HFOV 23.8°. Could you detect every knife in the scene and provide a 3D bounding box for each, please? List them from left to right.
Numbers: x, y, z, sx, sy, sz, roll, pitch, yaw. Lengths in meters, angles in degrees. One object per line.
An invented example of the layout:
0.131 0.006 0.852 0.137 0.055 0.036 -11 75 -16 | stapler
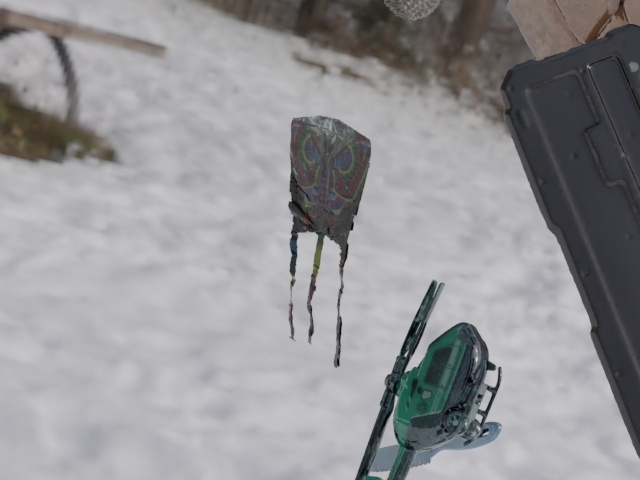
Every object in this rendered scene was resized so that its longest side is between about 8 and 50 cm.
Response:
0.150 0.289 2.101 0.019 0.045 0.313 20 -24 -27 | knife

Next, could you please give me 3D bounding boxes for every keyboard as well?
0.189 0.005 0.850 0.106 0.262 0.016 -21 -16 4 | keyboard

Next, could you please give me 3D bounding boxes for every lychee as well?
0.089 -0.254 1.487 0.067 0.083 0.068 15 44 24 | lychee

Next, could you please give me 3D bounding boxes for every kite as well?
0.000 0.000 1.747 0.015 0.285 0.152 -7 16 -36 | kite

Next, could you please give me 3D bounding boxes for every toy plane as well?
0.087 0.155 1.315 0.096 0.235 0.060 22 -3 24 | toy plane

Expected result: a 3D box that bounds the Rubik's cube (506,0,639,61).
0.307 -0.171 1.119 0.231 0.221 0.225 -22 -14 -17 | Rubik's cube
